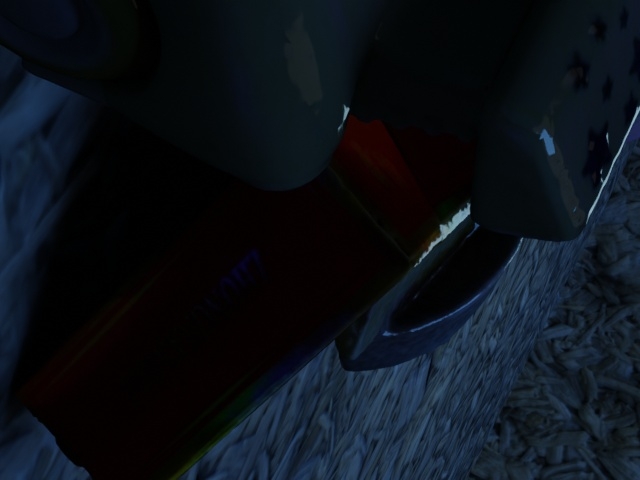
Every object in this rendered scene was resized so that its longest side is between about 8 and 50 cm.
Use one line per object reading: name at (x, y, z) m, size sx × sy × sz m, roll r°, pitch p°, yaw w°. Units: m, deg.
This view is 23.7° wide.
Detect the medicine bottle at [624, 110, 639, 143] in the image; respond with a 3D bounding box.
medicine bottle at (0.252, -0.222, 1.340) m, size 0.178 × 0.178 × 0.291 m, roll -61°, pitch 165°, yaw -21°

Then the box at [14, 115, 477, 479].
box at (0.001, -0.001, 0.788) m, size 0.197 × 0.089 × 0.313 m, roll -42°, pitch 178°, yaw 25°

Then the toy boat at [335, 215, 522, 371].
toy boat at (0.093, -0.021, 1.169) m, size 0.276 × 0.111 × 0.293 m, roll -49°, pitch 164°, yaw -15°

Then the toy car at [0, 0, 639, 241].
toy car at (0.017, -0.173, 0.427) m, size 0.242 × 0.226 × 0.336 m, roll -60°, pitch 166°, yaw -26°
